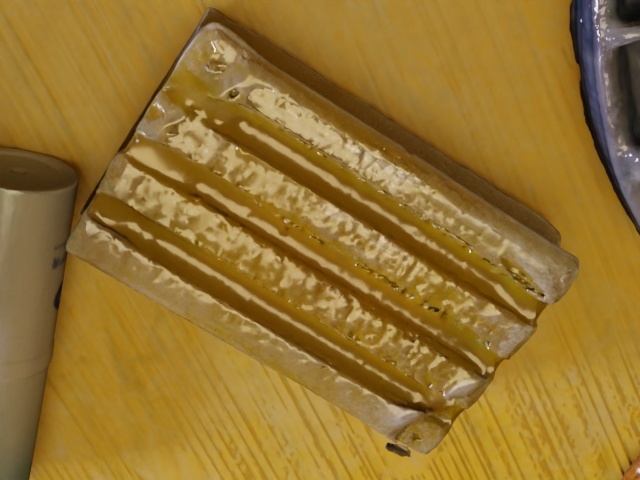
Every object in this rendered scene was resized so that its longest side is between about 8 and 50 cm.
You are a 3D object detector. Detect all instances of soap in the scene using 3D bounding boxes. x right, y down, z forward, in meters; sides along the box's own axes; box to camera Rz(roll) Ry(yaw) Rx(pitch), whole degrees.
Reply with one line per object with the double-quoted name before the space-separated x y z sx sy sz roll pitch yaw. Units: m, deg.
"soap" 0.000 0.000 0.713 0.274 0.089 0.173 32 109 -13

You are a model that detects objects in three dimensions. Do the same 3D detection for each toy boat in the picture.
"toy boat" 0.216 -0.130 0.669 0.127 0.078 0.283 -12 112 5

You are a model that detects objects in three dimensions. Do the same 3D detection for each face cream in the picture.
"face cream" -0.214 0.068 0.744 0.077 0.077 0.250 13 112 -6

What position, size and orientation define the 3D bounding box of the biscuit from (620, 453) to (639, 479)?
"biscuit" 0.300 0.233 0.841 0.202 0.047 0.334 30 109 -13
